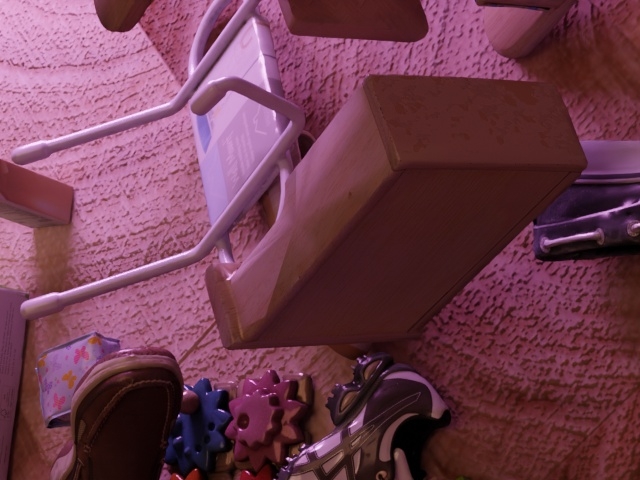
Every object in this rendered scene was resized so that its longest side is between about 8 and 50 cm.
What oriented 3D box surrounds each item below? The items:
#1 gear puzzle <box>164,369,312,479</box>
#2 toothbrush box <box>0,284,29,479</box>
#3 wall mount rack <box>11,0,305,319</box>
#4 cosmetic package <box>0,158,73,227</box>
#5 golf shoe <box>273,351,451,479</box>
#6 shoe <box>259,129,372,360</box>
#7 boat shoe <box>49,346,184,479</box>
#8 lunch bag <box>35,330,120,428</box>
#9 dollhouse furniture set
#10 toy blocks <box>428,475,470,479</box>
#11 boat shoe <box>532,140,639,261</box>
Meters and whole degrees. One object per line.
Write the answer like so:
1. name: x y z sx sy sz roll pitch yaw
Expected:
1. gear puzzle: -0.090 0.278 1.342 0.175 0.044 0.339 -10 70 37
2. toothbrush box: -0.440 0.148 1.619 0.283 0.122 0.206 -6 72 39
3. wall mount rack: -0.141 -0.086 1.404 0.304 0.130 0.350 -49 35 31
4. cosmetic package: -0.304 -0.047 1.572 0.060 0.115 0.041 -5 72 37
5. golf shoe: 0.026 0.187 1.250 0.094 0.077 0.198 31 91 34
6. shoe: 0.000 0.000 1.334 0.058 0.076 0.219 -44 51 28
7. boat shoe: -0.165 0.186 1.357 0.257 0.095 0.095 115 145 -52
8. lunch bag: -0.225 0.131 1.494 0.083 0.053 0.071 -22 65 22
9. dollhouse furniture set: 0.006 -0.152 1.202 0.256 0.362 0.394 -49 50 47
10. toy blocks: 0.099 0.301 1.038 0.190 0.261 0.381 -39 56 23
11. boat shoe: 0.267 -0.014 1.100 0.306 0.113 0.105 4 85 43
